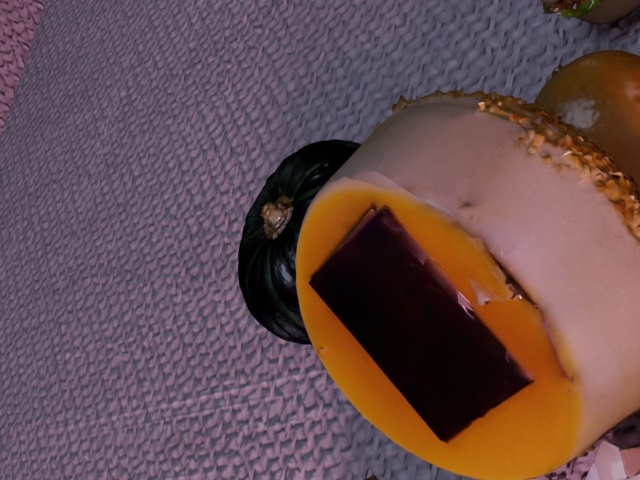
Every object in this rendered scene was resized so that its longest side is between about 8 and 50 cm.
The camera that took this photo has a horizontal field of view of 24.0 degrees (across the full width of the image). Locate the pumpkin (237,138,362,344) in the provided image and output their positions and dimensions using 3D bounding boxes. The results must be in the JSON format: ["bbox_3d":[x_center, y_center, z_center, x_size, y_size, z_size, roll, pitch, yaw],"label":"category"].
[{"bbox_3d":[0.000,0.000,1.429,0.202,0.140,0.202,-37,41,41],"label":"pumpkin"}]

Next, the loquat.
[{"bbox_3d":[0.217,-0.073,1.124,0.141,0.141,0.141,-40,36,38],"label":"loquat"}]

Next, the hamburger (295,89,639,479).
[{"bbox_3d":[0.120,0.028,1.057,0.179,0.276,0.294,-39,-7,-35],"label":"hamburger"}]

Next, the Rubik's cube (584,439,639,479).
[{"bbox_3d":[0.211,0.169,0.993,0.073,0.075,0.084,23,72,46],"label":"Rubik's cube"}]

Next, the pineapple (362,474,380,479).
[{"bbox_3d":[0.083,0.277,1.089,0.130,0.119,0.277,-47,29,-7],"label":"pineapple"}]

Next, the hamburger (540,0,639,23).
[{"bbox_3d":[0.236,-0.245,1.284,0.126,0.081,0.141,-23,47,51],"label":"hamburger"}]
